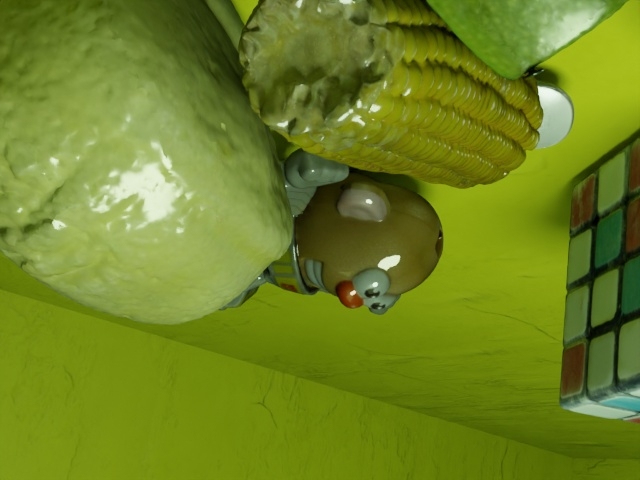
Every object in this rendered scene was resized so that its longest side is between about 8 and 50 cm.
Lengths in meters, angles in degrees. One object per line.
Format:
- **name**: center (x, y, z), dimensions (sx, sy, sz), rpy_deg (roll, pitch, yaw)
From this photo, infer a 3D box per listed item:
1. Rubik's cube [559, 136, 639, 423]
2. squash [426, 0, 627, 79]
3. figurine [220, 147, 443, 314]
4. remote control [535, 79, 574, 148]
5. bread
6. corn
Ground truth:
- **Rubik's cube**: center (0.398, 0.043, 0.859), dimensions (0.256, 0.259, 0.253), rpy_deg (12, 163, -8)
- **squash**: center (0.093, -0.254, 0.497), dimensions (0.289, 0.203, 0.111), rpy_deg (51, 152, -7)
- **figurine**: center (0.000, -0.002, 1.061), dimensions (0.284, 0.167, 0.342), rpy_deg (-2, 173, 14)
- **remote control**: center (0.115, -0.129, 0.831), dimensions (0.229, 0.044, 0.073), rpy_deg (9, 140, 20)
- **bread**: center (-0.163, -0.083, 0.704), dimensions (0.237, 0.321, 0.320), rpy_deg (-29, 147, 17)
- **corn**: center (0.067, -0.103, 0.628), dimensions (0.131, 0.131, 0.344), rpy_deg (1, -178, 25)
